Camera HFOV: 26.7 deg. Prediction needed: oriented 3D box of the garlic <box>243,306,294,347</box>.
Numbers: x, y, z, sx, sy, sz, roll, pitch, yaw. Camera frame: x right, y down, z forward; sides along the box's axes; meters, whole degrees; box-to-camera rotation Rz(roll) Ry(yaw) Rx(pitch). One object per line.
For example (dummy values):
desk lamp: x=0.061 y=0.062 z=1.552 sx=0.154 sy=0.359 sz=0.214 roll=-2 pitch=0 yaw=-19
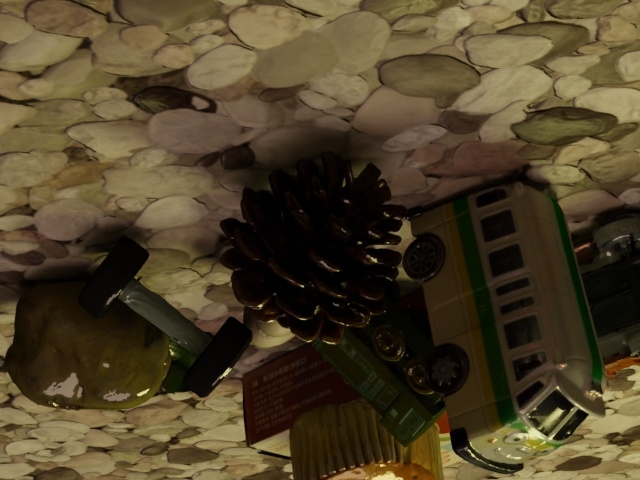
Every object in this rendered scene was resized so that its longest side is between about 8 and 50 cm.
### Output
garlic: x=-0.039 y=0.069 z=1.597 sx=0.099 sy=0.124 sz=0.174 roll=31 pitch=149 yaw=0

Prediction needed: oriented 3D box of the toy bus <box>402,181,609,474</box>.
toy bus: x=0.217 y=0.094 z=1.535 sx=0.179 sy=0.305 sz=0.143 roll=-24 pitch=148 yaw=27

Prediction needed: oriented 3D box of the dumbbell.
dumbbell: x=-0.180 y=0.089 z=1.566 sx=0.191 sy=0.100 sz=0.100 roll=39 pitch=143 yaw=-4

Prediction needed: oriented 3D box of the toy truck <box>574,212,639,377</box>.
toy truck: x=0.374 y=0.089 z=1.708 sx=0.388 sy=0.173 sz=0.207 roll=-23 pitch=158 yaw=23

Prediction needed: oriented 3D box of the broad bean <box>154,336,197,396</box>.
broad bean: x=-0.232 y=0.163 z=1.854 sx=0.144 sy=0.049 sz=0.292 roll=-10 pitch=154 yaw=9

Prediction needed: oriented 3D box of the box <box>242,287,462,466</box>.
box: x=0.139 y=0.225 z=1.981 sx=0.344 sy=0.122 sz=0.385 roll=19 pitch=144 yaw=-40

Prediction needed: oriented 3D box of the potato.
potato: x=-0.283 y=0.129 z=1.649 sx=0.200 sy=0.154 sz=0.137 roll=7 pitch=-164 yaw=2

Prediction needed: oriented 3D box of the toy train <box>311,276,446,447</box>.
toy train: x=0.084 y=0.145 z=1.717 sx=0.090 sy=0.225 sz=0.137 roll=-28 pitch=159 yaw=-50

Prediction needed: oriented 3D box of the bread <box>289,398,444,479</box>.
bread: x=0.067 y=0.312 z=1.861 sx=0.179 sy=0.133 sz=0.250 roll=-22 pitch=149 yaw=22

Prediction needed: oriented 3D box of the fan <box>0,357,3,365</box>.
fan: x=-0.460 y=0.136 z=1.699 sx=0.131 sy=0.009 sz=0.240 roll=32 pitch=162 yaw=-29

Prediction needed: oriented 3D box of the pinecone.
pinecone: x=0.000 y=0.000 z=1.430 sx=0.208 sy=0.207 sz=0.207 roll=-5 pitch=154 yaw=-3
